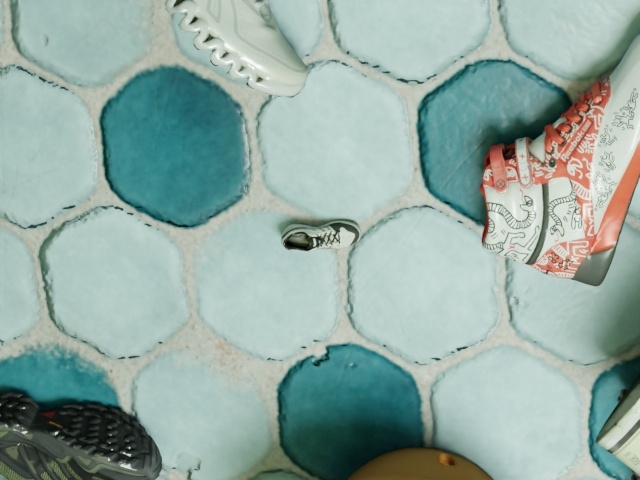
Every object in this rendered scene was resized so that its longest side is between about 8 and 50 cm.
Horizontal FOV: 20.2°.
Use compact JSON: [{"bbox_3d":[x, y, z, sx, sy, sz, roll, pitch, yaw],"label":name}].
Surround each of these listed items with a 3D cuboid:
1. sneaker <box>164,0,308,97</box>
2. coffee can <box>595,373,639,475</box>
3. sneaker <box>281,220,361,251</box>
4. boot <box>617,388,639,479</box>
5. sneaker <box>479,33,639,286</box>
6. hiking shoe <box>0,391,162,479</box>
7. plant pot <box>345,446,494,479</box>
[{"bbox_3d":[-0.104,-0.262,1.740,0.118,0.110,0.292,-40,100,13],"label":"sneaker"},{"bbox_3d":[0.428,0.197,1.690,0.275,0.201,0.201,39,113,6],"label":"coffee can"},{"bbox_3d":[0.000,0.000,1.851,0.083,0.037,0.032,-5,108,11],"label":"sneaker"},{"bbox_3d":[0.336,0.256,1.863,0.263,0.091,0.229,-10,108,4],"label":"boot"},{"bbox_3d":[0.239,-0.091,1.741,0.145,0.090,0.270,15,115,2],"label":"sneaker"},{"bbox_3d":[-0.281,0.240,1.985,0.227,0.086,0.114,13,126,12],"label":"hiking shoe"},{"bbox_3d":[0.095,0.347,1.875,0.291,0.203,0.291,4,112,9],"label":"plant pot"}]
